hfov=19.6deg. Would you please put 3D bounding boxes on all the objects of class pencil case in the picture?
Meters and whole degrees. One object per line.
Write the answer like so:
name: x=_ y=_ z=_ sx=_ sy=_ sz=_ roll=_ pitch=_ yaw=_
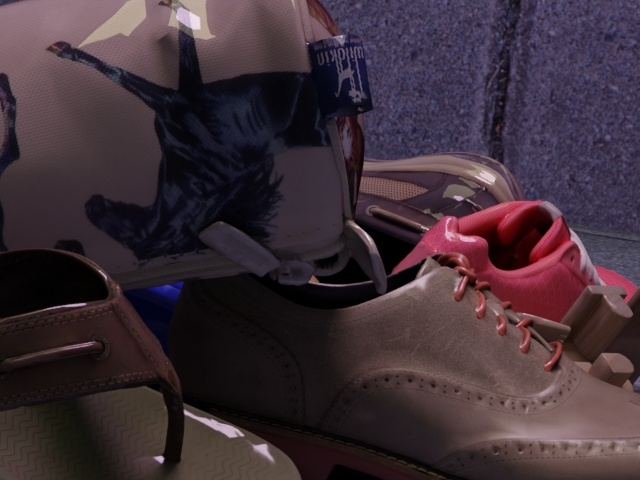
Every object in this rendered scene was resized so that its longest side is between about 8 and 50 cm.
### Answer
pencil case: x=-0.176 y=-0.023 z=0.919 sx=0.410 sy=0.160 sz=0.183 roll=-13 pitch=52 yaw=-5

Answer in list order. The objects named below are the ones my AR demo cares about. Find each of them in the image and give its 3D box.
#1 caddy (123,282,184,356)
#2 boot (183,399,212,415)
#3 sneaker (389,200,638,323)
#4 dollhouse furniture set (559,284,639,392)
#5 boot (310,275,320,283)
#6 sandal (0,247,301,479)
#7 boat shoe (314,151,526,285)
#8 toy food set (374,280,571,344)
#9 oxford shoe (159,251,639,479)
caddy: x=-0.179 y=0.002 z=1.163 sx=0.341 sy=0.179 sz=0.241 roll=10 pitch=-17 yaw=24
boot: x=-0.100 y=0.104 z=0.896 sx=0.099 sy=0.045 sz=0.121 roll=7 pitch=10 yaw=-16
sneaker: x=0.158 y=0.037 z=1.314 sx=0.116 sy=0.136 sz=0.314 roll=41 pitch=27 yaw=30
dollhouse furniture set: x=0.197 y=0.124 z=1.173 sx=0.144 sy=0.123 sz=0.151 roll=3 pitch=42 yaw=-37
boot: x=-0.088 y=0.025 z=1.429 sx=0.248 sy=0.090 sz=0.207 roll=6 pitch=7 yaw=18
sandal: x=-0.135 y=0.042 z=0.784 sx=0.303 sy=0.086 sz=0.120 roll=34 pitch=27 yaw=-9
boat shoe: x=0.000 y=0.000 z=1.544 sx=0.355 sy=0.132 sz=0.130 roll=-7 pitch=22 yaw=38
toy food set: x=0.075 y=0.084 z=1.117 sx=0.132 sy=0.038 sz=0.192 roll=14 pitch=-22 yaw=2
oxford shoe: x=0.085 y=0.075 z=0.985 sx=0.348 sy=0.130 sz=0.123 roll=8 pitch=6 yaw=1
